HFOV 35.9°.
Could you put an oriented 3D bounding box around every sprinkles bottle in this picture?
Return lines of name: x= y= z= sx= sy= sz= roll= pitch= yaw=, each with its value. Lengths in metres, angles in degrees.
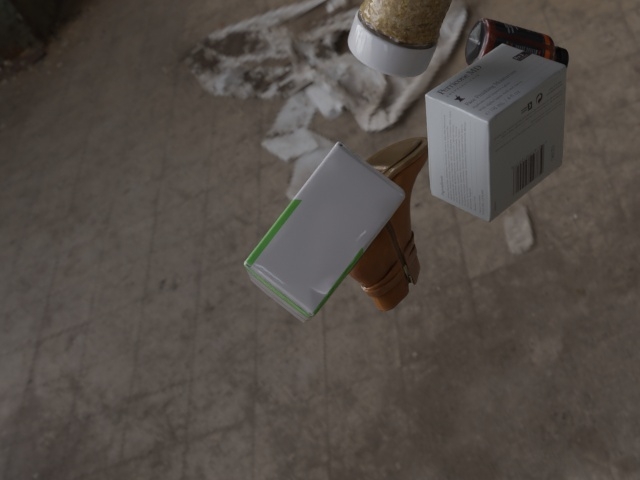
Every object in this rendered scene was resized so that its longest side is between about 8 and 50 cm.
sprinkles bottle: x=0.142 y=-0.390 z=1.283 sx=0.121 sy=0.355 sz=0.121 roll=13 pitch=38 yaw=-10

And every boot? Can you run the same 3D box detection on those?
boot: x=0.141 y=-0.031 z=1.782 sx=0.109 sy=0.220 sz=0.283 roll=1 pitch=44 yaw=46

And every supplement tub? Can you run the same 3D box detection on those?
supplement tub: x=0.401 y=-0.378 z=2.001 sx=0.106 sy=0.197 sz=0.106 roll=-169 pitch=90 yaw=-74

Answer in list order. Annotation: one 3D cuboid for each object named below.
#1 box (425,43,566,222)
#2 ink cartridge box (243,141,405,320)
box: x=0.256 y=-0.159 z=1.440 sx=0.181 sy=0.182 sz=0.119 roll=-36 pitch=47 yaw=-29
ink cartridge box: x=0.000 y=0.000 z=1.341 sx=0.198 sy=0.114 sz=0.273 roll=-53 pitch=-1 yaw=-7
